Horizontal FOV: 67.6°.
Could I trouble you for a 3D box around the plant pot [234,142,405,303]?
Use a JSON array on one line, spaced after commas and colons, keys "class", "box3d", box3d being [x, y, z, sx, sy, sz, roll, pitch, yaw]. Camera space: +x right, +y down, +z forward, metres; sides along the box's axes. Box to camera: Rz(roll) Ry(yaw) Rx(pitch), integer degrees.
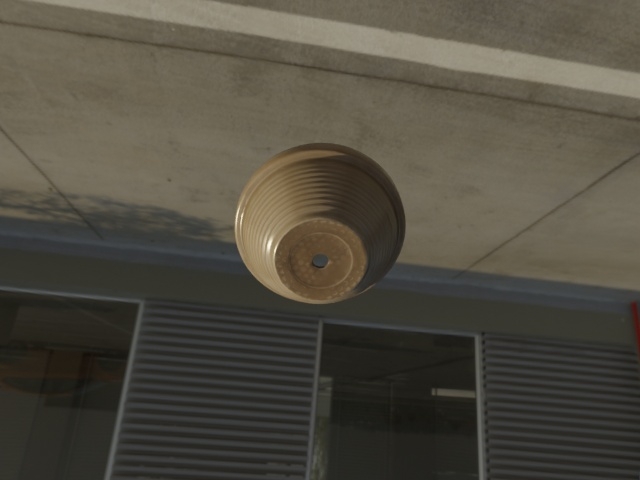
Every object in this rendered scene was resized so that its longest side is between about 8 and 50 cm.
[{"class": "plant pot", "box3d": [0.000, 0.000, 0.631, 0.237, 0.110, 0.238, 0, 116, -1]}]
